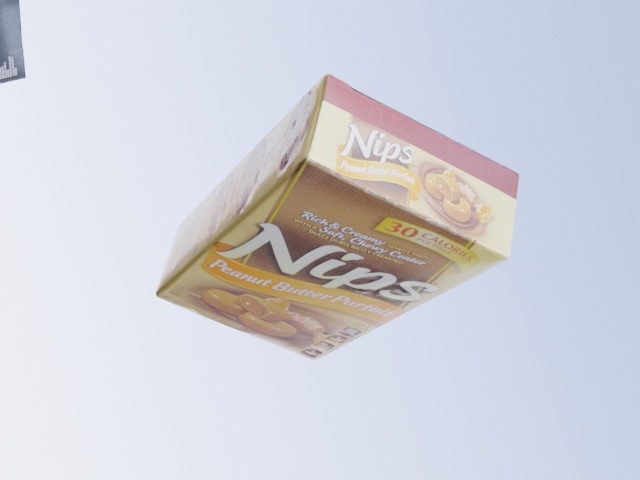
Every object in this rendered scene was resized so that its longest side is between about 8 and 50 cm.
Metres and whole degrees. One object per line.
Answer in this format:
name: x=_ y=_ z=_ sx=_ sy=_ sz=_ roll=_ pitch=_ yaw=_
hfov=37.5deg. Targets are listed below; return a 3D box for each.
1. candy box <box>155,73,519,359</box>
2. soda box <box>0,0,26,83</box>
candy box: x=0.000 y=0.000 z=0.822 sx=0.316 sy=0.183 sz=0.087 roll=-36 pitch=-144 yaw=54
soda box: x=-0.145 y=-0.130 z=0.340 sx=0.060 sy=0.053 sz=0.169 roll=58 pitch=-28 yaw=24
